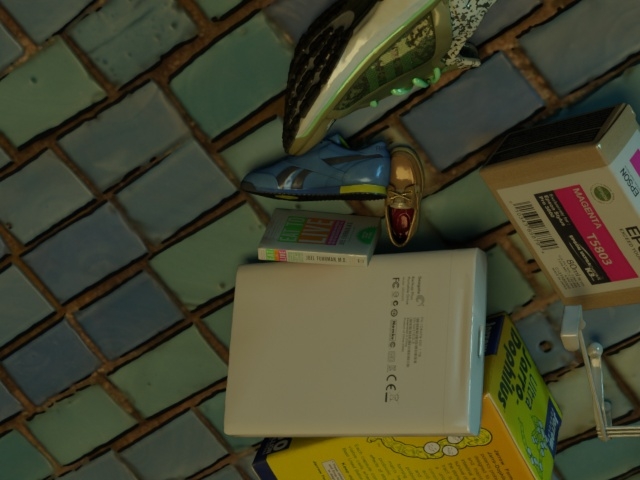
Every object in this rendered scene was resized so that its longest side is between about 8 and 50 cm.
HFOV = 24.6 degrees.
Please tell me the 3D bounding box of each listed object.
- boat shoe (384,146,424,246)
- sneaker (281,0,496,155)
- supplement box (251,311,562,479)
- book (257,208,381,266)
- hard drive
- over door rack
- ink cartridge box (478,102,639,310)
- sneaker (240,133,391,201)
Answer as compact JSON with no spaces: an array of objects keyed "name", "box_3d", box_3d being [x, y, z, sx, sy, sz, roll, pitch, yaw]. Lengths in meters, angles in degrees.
[{"name":"boat shoe","box_3d":[0.106,-0.053,1.880,0.050,0.045,0.135,2,121,14]},{"name":"sneaker","box_3d":[0.100,-0.220,1.735,0.182,0.158,0.410,26,131,-23]},{"name":"supplement box","box_3d":[0.121,0.271,1.986,0.356,0.194,0.195,-20,114,24]},{"name":"book","box_3d":[0.000,0.000,1.911,0.144,0.096,0.035,4,120,12]},{"name":"hard drive","box_3d":[0.042,0.136,1.890,0.353,0.233,0.047,-4,163,29]},{"name":"over door rack","box_3d":[0.447,0.149,1.840,0.239,0.108,0.324,-4,147,17]},{"name":"ink cartridge box","box_3d":[0.333,-0.033,1.768,0.193,0.088,0.235,-13,119,50]},{"name":"sneaker","box_3d":[-0.005,-0.093,1.885,0.209,0.069,0.082,-1,84,27]}]
